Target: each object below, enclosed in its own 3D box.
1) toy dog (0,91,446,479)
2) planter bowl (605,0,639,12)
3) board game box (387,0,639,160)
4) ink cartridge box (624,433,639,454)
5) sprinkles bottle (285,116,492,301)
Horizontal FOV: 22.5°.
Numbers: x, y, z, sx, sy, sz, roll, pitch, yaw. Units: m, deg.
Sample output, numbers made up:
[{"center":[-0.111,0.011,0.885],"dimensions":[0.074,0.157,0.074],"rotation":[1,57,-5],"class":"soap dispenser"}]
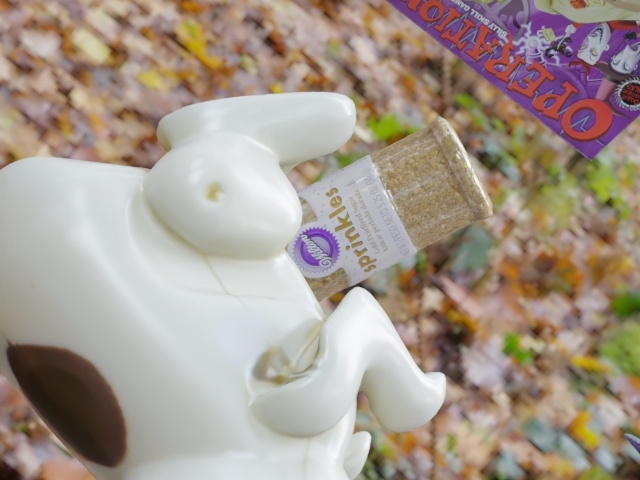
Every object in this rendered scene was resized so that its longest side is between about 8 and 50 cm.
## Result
[{"center":[-0.088,0.125,1.179],"dimensions":[0.395,0.284,0.408],"rotation":[0,65,-45],"class":"toy dog"},{"center":[0.270,-0.258,1.332],"dimensions":[0.162,0.162,0.109],"rotation":[35,47,-19],"class":"planter bowl"},{"center":[0.205,-0.250,1.545],"dimensions":[0.347,0.208,0.056],"rotation":[35,34,-17],"class":"board game box"},{"center":[0.382,0.304,1.221],"dimensions":[0.307,0.072,0.303],"rotation":[43,-7,-28],"class":"ink cartridge box"},{"center":[0.000,0.000,1.695],"dimensions":[0.121,0.355,0.121],"rotation":[62,5,-9],"class":"sprinkles bottle"}]
